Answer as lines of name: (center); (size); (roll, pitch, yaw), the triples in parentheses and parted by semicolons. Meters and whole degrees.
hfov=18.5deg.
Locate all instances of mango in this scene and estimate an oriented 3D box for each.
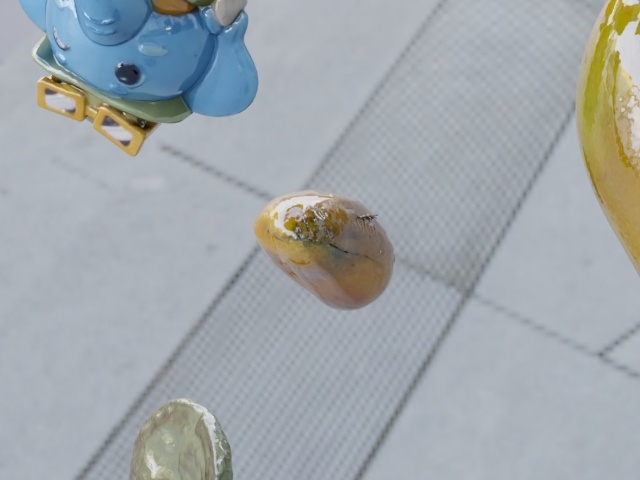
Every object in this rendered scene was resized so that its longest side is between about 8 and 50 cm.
mango: (0.223, -0.048, 1.186); (0.113, 0.253, 0.138); (2, -15, -42)
mango: (0.002, -0.003, 1.606); (0.105, 0.159, 0.084); (26, 76, 29)

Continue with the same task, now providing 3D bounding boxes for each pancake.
pancake: (-0.125, 0.262, 1.780); (0.042, 0.222, 0.236); (2, 60, -27)

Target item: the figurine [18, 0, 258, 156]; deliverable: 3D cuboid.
figurine: (-0.135, -0.192, 1.408); (0.180, 0.262, 0.154); (-1, 35, -4)
